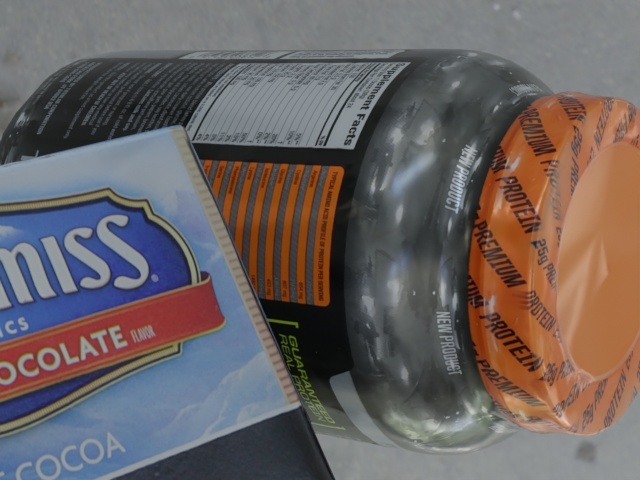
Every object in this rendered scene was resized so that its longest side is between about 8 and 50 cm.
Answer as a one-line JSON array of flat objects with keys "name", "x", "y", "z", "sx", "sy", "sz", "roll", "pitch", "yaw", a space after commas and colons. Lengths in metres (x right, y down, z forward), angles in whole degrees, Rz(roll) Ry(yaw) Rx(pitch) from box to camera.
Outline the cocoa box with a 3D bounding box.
[{"name": "cocoa box", "x": -0.196, "y": 0.127, "z": 0.541, "sx": 0.347, "sy": 0.228, "sz": 0.231, "roll": -17, "pitch": 169, "yaw": -36}]

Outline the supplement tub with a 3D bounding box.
[{"name": "supplement tub", "x": 0.000, "y": 0.000, "z": 0.755, "sx": 0.207, "sy": 0.338, "sz": 0.207, "roll": -12, "pitch": 105, "yaw": -54}]
